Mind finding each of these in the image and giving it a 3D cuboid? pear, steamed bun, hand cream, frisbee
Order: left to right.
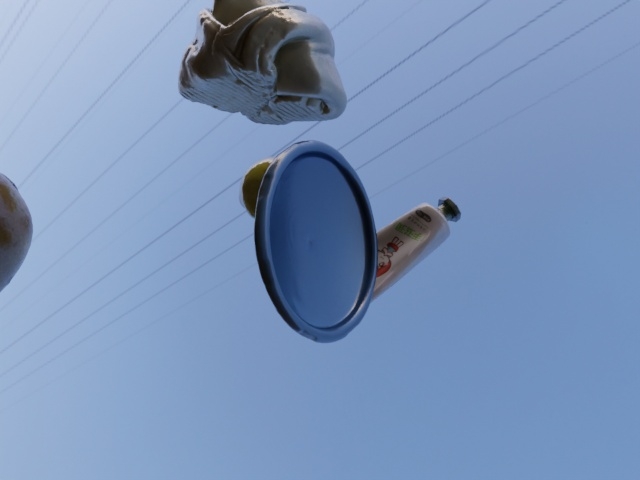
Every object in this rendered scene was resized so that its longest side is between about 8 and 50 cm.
[{"bbox_3d":[-0.132,-0.421,1.033,0.367,0.342,0.256,2,-97,39],"label":"steamed bun"},{"bbox_3d":[-0.141,-0.150,1.340,0.199,0.200,0.200,1,-87,30],"label":"pear"},{"bbox_3d":[-0.004,0.001,0.665,0.049,0.289,0.290,-7,-91,36],"label":"frisbee"},{"bbox_3d":[0.105,0.035,0.803,0.335,0.076,0.121,-35,-128,-10],"label":"hand cream"}]

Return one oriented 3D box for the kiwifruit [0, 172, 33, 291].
[{"bbox_3d":[-0.438,0.004,0.492,0.195,0.234,0.196,28,-35,22],"label":"kiwifruit"}]
